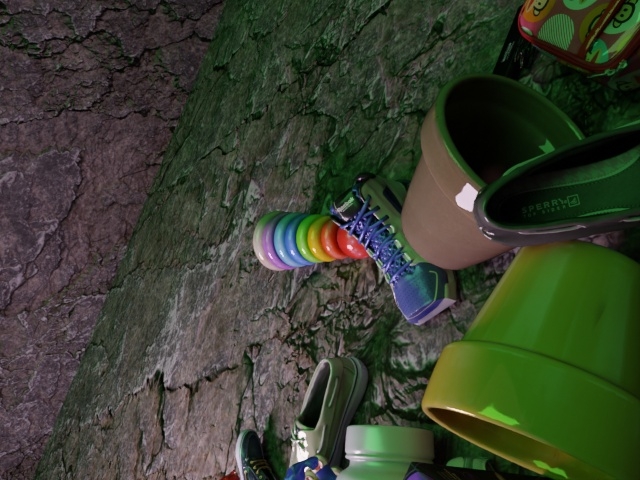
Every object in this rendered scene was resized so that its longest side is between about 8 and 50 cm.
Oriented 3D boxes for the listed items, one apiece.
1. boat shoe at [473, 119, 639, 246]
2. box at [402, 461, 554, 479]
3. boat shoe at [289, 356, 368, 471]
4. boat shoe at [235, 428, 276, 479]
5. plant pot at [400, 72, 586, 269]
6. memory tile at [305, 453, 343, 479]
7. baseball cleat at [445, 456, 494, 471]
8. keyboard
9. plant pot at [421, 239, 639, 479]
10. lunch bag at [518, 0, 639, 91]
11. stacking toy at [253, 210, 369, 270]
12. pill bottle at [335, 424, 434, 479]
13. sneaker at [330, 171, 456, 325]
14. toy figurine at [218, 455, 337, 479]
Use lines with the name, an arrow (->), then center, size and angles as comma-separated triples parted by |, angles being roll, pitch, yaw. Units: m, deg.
boat shoe -> 0.326, -0.065, 0.615 | 0.335, 0.095, 0.112 | -18, 83, 19
box -> 0.206, 0.354, 0.634 | 0.165, 0.270, 0.143 | 33, 102, 57
boat shoe -> -0.009, 0.355, 1.114 | 0.109, 0.094, 0.302 | 21, 91, 57
boat shoe -> -0.130, 0.490, 1.258 | 0.083, 0.065, 0.183 | -32, 54, 41
plant pot -> 0.232, -0.076, 0.877 | 0.229, 0.263, 0.263 | 125, 148, -52
memory tile -> 0.004, 0.467, 1.057 | 0.113, 0.012, 0.148 | 31, 103, 20
baseball cleat -> 0.211, 0.398, 0.792 | 0.109, 0.072, 0.206 | -22, 60, 42
keyboard -> 0.341, -0.320, 1.019 | 0.100, 0.038, 0.192 | -140, 70, -80
plant pot -> 0.278, 0.138, 0.693 | 0.254, 0.254, 0.239 | -1, 57, 56
lunch bag -> 0.443, -0.359, 0.810 | 0.293, 0.120, 0.258 | -58, 39, 21
stacking toy -> 0.000, 0.000, 1.273 | 0.330, 0.141, 0.141 | 0, 74, 49
pill bottle -> 0.097, 0.422, 0.863 | 0.160, 0.160, 0.283 | -22, 56, 49
sneaker -> 0.108, -0.006, 1.049 | 0.127, 0.182, 0.315 | -46, 40, 35
toy figurine -> 0.015, 0.482, 0.947 | 0.217, 0.362, 0.191 | -32, 8, -21
